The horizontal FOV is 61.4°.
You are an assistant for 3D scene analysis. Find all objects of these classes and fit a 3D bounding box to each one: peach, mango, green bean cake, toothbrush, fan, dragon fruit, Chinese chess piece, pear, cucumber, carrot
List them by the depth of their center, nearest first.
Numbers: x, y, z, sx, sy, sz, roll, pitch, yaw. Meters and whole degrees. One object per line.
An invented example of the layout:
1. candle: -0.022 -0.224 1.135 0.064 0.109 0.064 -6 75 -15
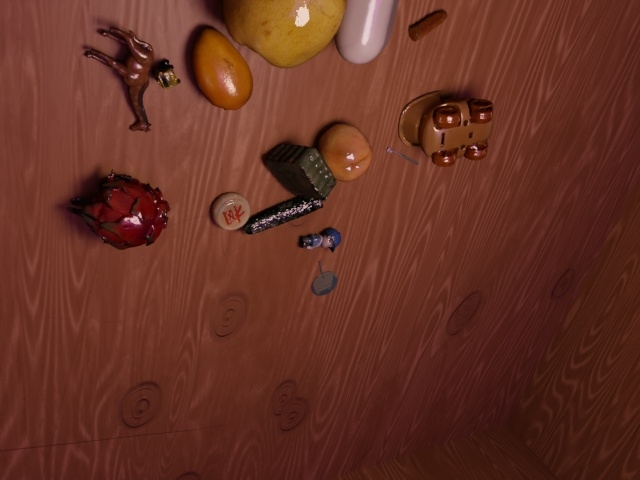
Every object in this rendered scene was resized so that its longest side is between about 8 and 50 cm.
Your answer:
1. pear: -0.084 -0.586 1.318 0.314 0.314 0.314 -16 127 -22
2. mango: -0.264 -0.451 1.428 0.145 0.112 0.219 -30 120 -10
3. dragon fruit: -0.538 -0.075 1.468 0.274 0.193 0.192 -2 148 -30
4. green bean cake: -0.055 -0.215 1.665 0.094 0.173 0.181 -57 134 -19
5. carrot: 0.340 -0.680 1.687 0.139 0.048 0.048 -37 132 -8
6. Chinese chess piece: -0.281 -0.092 1.695 0.122 0.051 0.122 -16 127 -23
7. peach: 0.078 -0.275 1.712 0.184 0.184 0.184 -16 127 -22
8. cucumber: -0.130 -0.087 1.784 0.294 0.067 0.067 -23 130 -15
9. toothbrush: 0.296 -0.300 1.938 0.167 0.011 0.014 17 115 -38
10. fan: 0.011 0.144 2.067 0.113 0.005 0.175 -25 130 -16

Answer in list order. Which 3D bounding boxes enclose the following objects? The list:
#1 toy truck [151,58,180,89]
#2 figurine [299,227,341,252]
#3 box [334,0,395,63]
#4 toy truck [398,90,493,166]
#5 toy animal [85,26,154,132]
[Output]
1. toy truck: -0.396 -0.422 1.376 0.054 0.083 0.049 -29 132 -10
2. figurine: 0.000 0.000 1.925 0.149 0.086 0.087 0 80 -19
3. box: 0.138 -0.658 1.434 0.141 0.288 0.349 16 119 8
4. toy truck: 0.436 -0.384 1.836 0.288 0.211 0.204 -17 128 -17
5. toy animal: -0.479 -0.398 1.356 0.224 0.066 0.230 -41 131 20
